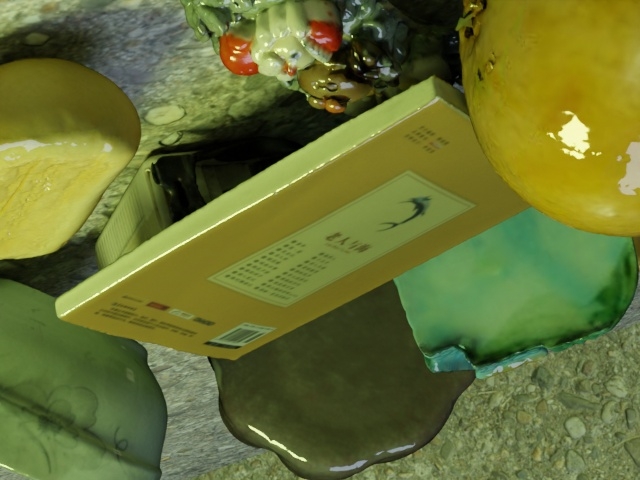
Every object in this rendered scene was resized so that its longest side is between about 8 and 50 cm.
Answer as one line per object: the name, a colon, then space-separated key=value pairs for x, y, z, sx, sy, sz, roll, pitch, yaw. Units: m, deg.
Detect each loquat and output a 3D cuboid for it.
loquat: x=0.223 y=-0.133 z=1.019 sx=0.263 sy=0.263 sz=0.263 roll=-18 pitch=164 yaw=-5

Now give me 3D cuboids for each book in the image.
book: x=0.000 y=0.000 z=1.217 sx=0.389 sy=0.032 sz=0.269 roll=-28 pitch=154 yaw=23

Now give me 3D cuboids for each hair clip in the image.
hair clip: x=0.024 y=-0.137 z=1.077 sx=0.138 sy=0.091 sz=0.321 roll=-24 pitch=162 yaw=27

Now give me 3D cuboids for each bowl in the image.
bowl: x=-0.281 y=0.143 z=1.403 sx=0.307 sy=0.163 sz=0.307 roll=24 pitch=168 yaw=5

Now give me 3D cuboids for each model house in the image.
model house: x=0.181 y=0.011 z=1.435 sx=0.225 sy=0.261 sz=0.241 roll=-19 pitch=163 yaw=3

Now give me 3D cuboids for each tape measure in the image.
tape measure: x=-0.073 y=-0.004 z=1.343 sx=0.231 sy=0.133 sz=0.271 roll=-11 pitch=160 yaw=-25

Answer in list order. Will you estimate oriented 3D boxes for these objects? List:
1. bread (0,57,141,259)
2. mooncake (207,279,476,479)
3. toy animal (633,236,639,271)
bread: x=-0.223 y=-0.060 z=1.032 sx=0.147 sy=0.098 sz=0.217 roll=-5 pitch=157 yaw=-37
mooncake: x=0.022 y=0.118 z=1.591 sx=0.306 sy=0.306 sz=0.154 roll=-16 pitch=170 yaw=-10
toy animal: x=0.361 y=-0.040 z=1.676 sx=0.169 sy=0.195 sz=0.281 roll=22 pitch=155 yaw=1
